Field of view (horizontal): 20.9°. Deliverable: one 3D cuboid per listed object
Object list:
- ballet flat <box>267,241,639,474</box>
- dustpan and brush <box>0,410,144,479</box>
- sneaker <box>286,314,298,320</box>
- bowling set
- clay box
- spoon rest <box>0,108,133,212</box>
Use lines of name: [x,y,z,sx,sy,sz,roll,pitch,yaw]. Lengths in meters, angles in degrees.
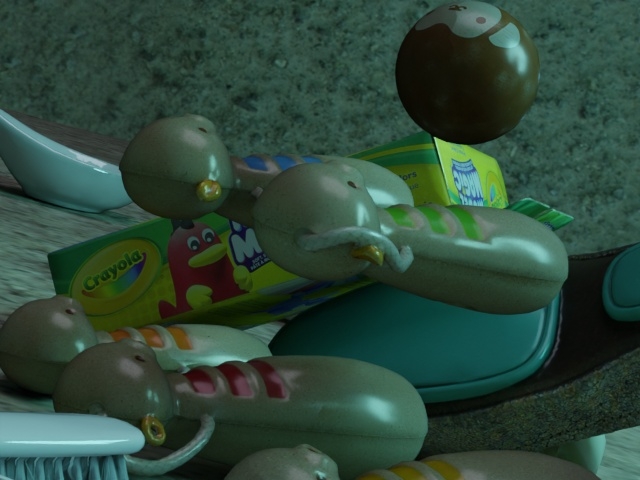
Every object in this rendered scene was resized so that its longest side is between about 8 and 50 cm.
ballet flat: [0.123,0.057,0.740,0.316,0.106,0.107,-14,30,30]
dustpan and brush: [-0.107,0.054,0.437,0.211,0.060,0.147,11,6,-43]
sneaker: [-0.006,0.011,1.181,0.115,0.090,0.232,8,6,-31]
bowling set: [-0.013,-0.001,0.636,0.154,0.199,0.287,10,2,-37]
clay box: [0.000,0.000,0.819,0.222,0.053,0.127,-18,-9,16]
spoon rest: [-0.282,-0.087,1.540,0.276,0.084,0.137,13,5,-12]
